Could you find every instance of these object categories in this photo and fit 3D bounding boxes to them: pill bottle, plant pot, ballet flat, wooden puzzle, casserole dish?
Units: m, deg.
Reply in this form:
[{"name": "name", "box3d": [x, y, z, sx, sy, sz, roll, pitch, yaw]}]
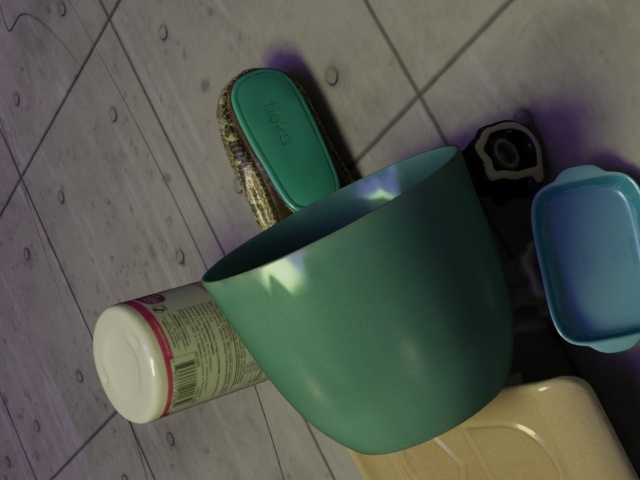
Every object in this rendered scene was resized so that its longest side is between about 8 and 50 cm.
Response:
[{"name": "pill bottle", "box3d": [-0.149, 0.133, 1.523, 0.160, 0.283, 0.160, 19, 115, 46]}, {"name": "plant pot", "box3d": [0.061, 0.073, 1.143, 0.293, 0.293, 0.235, -18, 102, 51]}, {"name": "ballet flat", "box3d": [0.000, 0.000, 1.434, 0.182, 0.164, 0.482, 102, 144, -61]}, {"name": "wooden puzzle", "box3d": [0.219, 0.293, 1.250, 0.348, 0.080, 0.322, -18, 105, 47]}, {"name": "casserole dish", "box3d": [0.277, 0.019, 1.124, 0.114, 0.037, 0.188, -12, 82, 10]}]

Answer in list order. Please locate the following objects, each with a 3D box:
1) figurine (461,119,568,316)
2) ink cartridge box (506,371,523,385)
[{"name": "figurine", "box3d": [0.182, 0.003, 1.254, 0.209, 0.092, 0.215, -34, 75, 58]}, {"name": "ink cartridge box", "box3d": [0.212, 0.179, 1.305, 0.048, 0.028, 0.083, -2, 100, 51]}]
